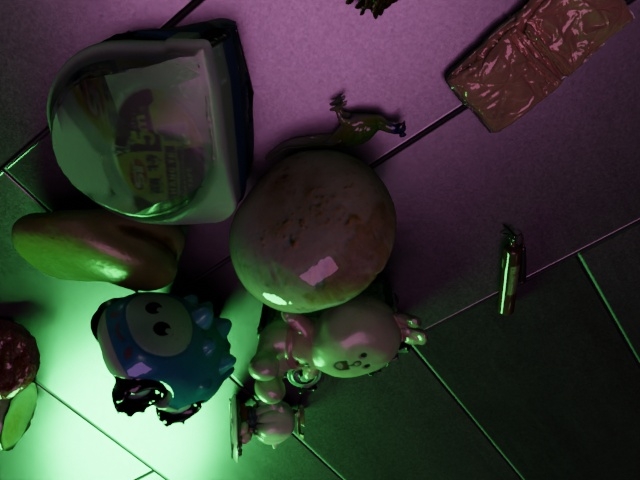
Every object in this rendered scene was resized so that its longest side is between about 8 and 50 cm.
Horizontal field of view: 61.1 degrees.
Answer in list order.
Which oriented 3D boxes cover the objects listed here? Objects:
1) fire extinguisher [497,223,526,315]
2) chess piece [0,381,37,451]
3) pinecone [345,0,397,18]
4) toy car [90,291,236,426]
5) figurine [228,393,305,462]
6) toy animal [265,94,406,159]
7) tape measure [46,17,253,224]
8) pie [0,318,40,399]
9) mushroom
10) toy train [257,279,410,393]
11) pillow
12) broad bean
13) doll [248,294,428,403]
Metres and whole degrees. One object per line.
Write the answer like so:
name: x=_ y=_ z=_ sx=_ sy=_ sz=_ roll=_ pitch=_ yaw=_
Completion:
fire extinguisher: x=0.327 y=0.052 z=0.915 sx=0.048 sy=0.035 sz=0.173 roll=-3 pitch=124 yaw=7
chess piece: x=-0.694 y=0.311 z=1.042 sx=0.243 sy=0.133 sz=0.133 roll=14 pitch=120 yaw=-2
pinecone: x=0.061 y=-0.335 z=0.657 sx=0.102 sy=0.102 sz=0.109 roll=-34 pitch=104 yaw=19
toy car: x=-0.241 y=0.176 z=0.898 sx=0.190 sy=0.188 sz=0.255 roll=-34 pitch=146 yaw=2
figurine: x=-0.101 y=0.363 z=1.067 sx=0.153 sy=0.132 sz=0.132 roll=-2 pitch=122 yaw=-11
toy animal: x=0.013 y=-0.166 z=0.787 sx=0.216 sy=0.041 sz=0.075 roll=-8 pitch=126 yaw=11
tape measure: x=-0.228 y=-0.155 z=0.744 sx=0.261 sy=0.138 sz=0.259 roll=-1 pitch=120 yaw=2
pie: x=-0.590 y=0.218 z=0.991 sx=0.154 sy=0.036 sz=0.155 roll=0 pitch=85 yaw=3
mushroom: x=0.000 y=0.000 z=0.793 sx=0.243 sy=0.244 sz=0.244 roll=1 pitch=121 yaw=1
toy train: x=0.018 y=0.165 z=0.947 sx=0.269 sy=0.115 sz=0.155 roll=-11 pitch=111 yaw=8
pillow: x=0.291 y=-0.256 z=0.729 sx=0.126 sy=0.043 sz=0.232 roll=39 pitch=112 yaw=-25
broad bean: x=-0.350 y=0.015 z=0.844 sx=0.263 sy=0.121 sz=0.189 roll=-3 pitch=155 yaw=6
doll: x=0.018 y=0.148 z=0.823 sx=0.274 sy=0.113 sz=0.155 roll=-19 pitch=127 yaw=4
